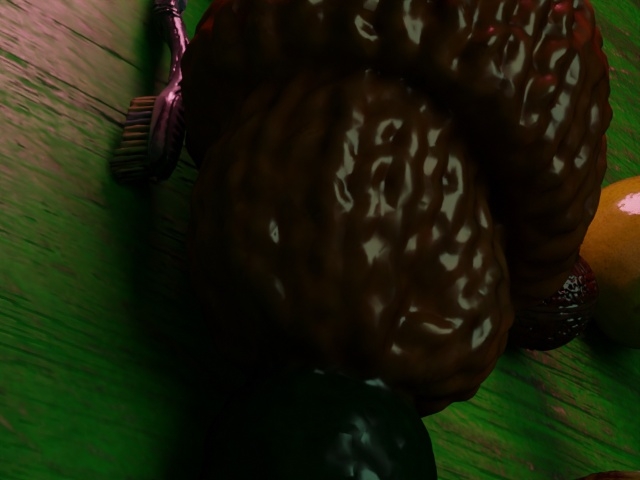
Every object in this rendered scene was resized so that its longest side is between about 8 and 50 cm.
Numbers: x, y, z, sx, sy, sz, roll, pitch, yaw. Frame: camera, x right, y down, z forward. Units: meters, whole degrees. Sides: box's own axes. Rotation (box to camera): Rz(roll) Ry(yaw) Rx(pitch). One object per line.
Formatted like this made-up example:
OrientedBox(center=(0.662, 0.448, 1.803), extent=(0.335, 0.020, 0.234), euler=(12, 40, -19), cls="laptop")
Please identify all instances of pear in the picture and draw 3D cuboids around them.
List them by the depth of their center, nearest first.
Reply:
OrientedBox(center=(0.330, 0.017, 1.215), extent=(0.180, 0.166, 0.216), euler=(38, 13, -11), cls="pear")

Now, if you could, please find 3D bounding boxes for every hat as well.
OrientedBox(center=(0.000, 0.000, 0.708), extent=(0.285, 0.285, 0.400), euler=(45, 58, -23), cls="hat")

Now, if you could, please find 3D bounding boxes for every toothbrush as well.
OrientedBox(center=(-0.102, -0.191, 0.864), extent=(0.035, 0.042, 0.413), euler=(82, 7, -47), cls="toothbrush")

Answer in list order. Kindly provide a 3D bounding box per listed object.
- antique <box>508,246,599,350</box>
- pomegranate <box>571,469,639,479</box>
OrientedBox(center=(0.188, 0.046, 1.026), extent=(0.104, 0.104, 0.104), euler=(35, 39, -35), cls="antique")
OrientedBox(center=(0.158, 0.237, 0.728), extent=(0.263, 0.211, 0.211), euler=(29, 41, -23), cls="pomegranate")
